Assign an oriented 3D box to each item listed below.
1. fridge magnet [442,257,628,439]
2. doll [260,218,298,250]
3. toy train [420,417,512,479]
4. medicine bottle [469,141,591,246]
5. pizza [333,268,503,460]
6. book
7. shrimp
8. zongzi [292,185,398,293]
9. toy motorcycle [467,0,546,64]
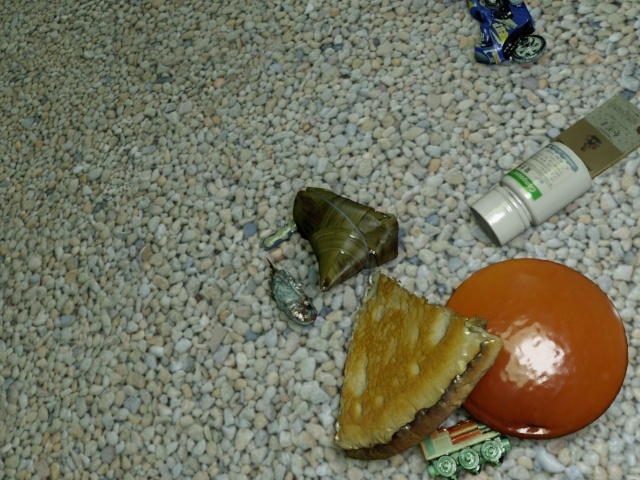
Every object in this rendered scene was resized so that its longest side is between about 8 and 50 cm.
[{"bbox_3d":[0.414,0.210,1.261,0.364,0.155,0.363,-7,66,16],"label":"fridge magnet"},{"bbox_3d":[-0.100,-0.015,1.619,0.125,0.027,0.037,-35,68,3],"label":"doll"},{"bbox_3d":[0.287,0.409,1.270,0.176,0.074,0.118,-25,58,11],"label":"toy train"},{"bbox_3d":[0.458,-0.099,1.392,0.237,0.139,0.139,-36,60,4],"label":"medicine bottle"},{"bbox_3d":[0.153,0.287,1.294,0.392,0.080,0.435,-66,25,2],"label":"pizza"},{"bbox_3d":[0.653,-0.240,1.451,0.199,0.016,0.138,-35,60,3],"label":"book"},{"bbox_3d":[-0.082,0.115,1.533,0.233,0.079,0.090,54,130,35],"label":"shrimp"},{"bbox_3d":[0.000,0.000,1.456,0.286,0.138,0.300,24,41,28],"label":"zongzi"},{"bbox_3d":[0.456,-0.545,1.607,0.169,0.113,0.315,-23,52,20],"label":"toy motorcycle"}]
